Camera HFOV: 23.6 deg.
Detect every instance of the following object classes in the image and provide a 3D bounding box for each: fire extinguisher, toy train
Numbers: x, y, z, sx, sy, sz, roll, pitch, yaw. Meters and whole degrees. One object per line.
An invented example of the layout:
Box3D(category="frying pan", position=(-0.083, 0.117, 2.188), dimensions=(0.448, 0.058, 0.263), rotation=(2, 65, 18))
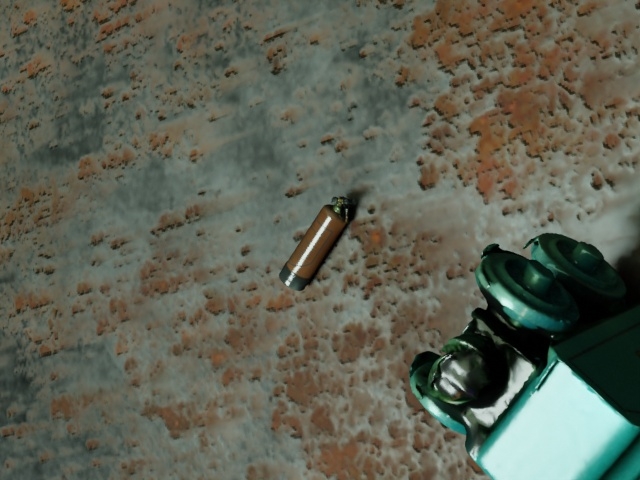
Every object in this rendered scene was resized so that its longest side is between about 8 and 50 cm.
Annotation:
Box3D(category="fire extinguisher", position=(0.000, 0.000, 1.098), dimensions=(0.083, 0.022, 0.028), rotation=(-56, 20, 24))
Box3D(category="toy train", position=(0.143, 0.078, 0.867), dimensions=(0.154, 0.198, 0.107), rotation=(42, 117, 19))
